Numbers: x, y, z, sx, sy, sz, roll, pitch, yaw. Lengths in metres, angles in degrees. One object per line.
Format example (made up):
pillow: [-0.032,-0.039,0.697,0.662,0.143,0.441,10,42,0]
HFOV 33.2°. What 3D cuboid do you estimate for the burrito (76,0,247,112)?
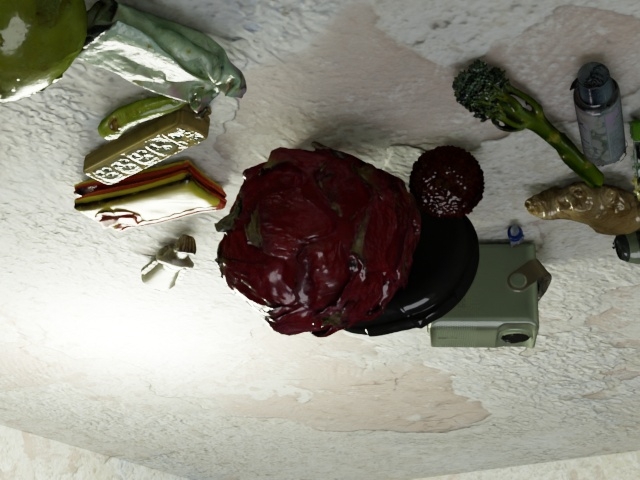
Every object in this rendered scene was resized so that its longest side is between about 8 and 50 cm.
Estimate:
burrito: [-0.215,-0.251,1.453,0.229,0.089,0.144,21,163,-32]

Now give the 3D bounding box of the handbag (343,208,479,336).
handbag: [0.130,0.047,1.864,0.308,0.253,0.093,-15,138,31]

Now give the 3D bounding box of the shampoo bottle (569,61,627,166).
shampoo bottle: [0.405,-0.185,1.560,0.072,0.072,0.214,-6,154,17]

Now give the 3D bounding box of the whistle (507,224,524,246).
whistle: [0.362,-0.011,1.981,0.033,0.029,0.083,-38,156,-2]

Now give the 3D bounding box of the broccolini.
broccolini: [0.319,-0.163,1.634,0.079,0.074,0.392,-51,138,8]

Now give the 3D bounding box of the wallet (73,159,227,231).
wallet: [-0.295,-0.068,1.870,0.241,0.067,0.141,-11,154,24]

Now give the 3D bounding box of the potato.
potato: [-0.402,-0.264,1.350,0.186,0.148,0.253,37,137,-15]

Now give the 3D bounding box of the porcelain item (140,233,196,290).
porcelain item: [-0.291,0.039,2.108,0.084,0.054,0.213,10,155,-21]

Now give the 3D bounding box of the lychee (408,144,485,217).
lychee: [0.204,-0.090,1.723,0.123,0.123,0.129,-3,163,11]

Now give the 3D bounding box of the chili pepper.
chili pepper: [-0.270,-0.194,1.629,0.208,0.043,0.049,-16,137,32]

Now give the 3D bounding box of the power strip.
power strip: [-0.278,-0.152,1.715,0.305,0.044,0.064,-21,146,39]

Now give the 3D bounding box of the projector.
projector: [0.323,0.107,2.061,0.243,0.177,0.163,-1,156,4]

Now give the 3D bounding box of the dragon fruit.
dragon fruit: [0.000,0.000,1.710,0.329,0.329,0.329,2,155,1]

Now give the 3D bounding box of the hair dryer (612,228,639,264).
hair dryer: [0.655,-0.018,1.867,0.219,0.088,0.225,-5,166,-20]

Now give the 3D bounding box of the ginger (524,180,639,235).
ginger: [0.462,-0.060,1.820,0.213,0.074,0.137,15,153,-12]

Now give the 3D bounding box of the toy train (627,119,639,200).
toy train: [0.513,-0.125,1.672,0.060,0.081,0.202,-5,161,17]
